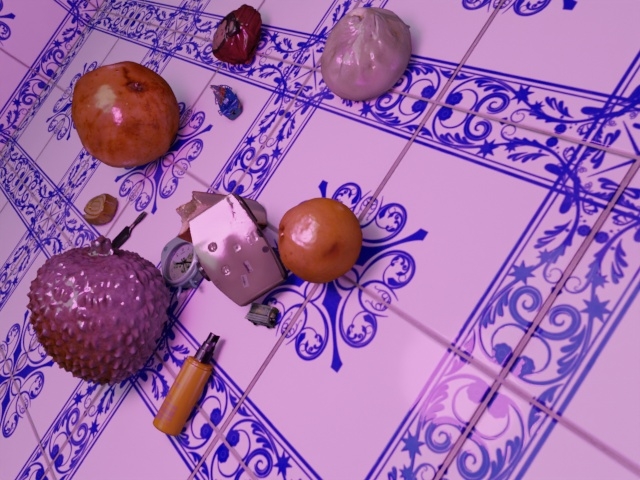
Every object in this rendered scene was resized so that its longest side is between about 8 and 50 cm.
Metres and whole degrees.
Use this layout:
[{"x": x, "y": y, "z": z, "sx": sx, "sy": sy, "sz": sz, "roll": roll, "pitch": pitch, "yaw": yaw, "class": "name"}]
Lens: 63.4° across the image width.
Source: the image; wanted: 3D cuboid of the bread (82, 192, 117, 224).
[{"x": -0.853, "y": -0.119, "z": 2.005, "sx": 0.156, "sy": 0.064, "sz": 0.118, "roll": -3, "pitch": 61, "yaw": 36, "class": "bread"}]

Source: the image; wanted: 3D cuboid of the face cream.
[{"x": -0.342, "y": 0.370, "z": 1.365, "sx": 0.078, "sy": 0.078, "sz": 0.274, "roll": 20, "pitch": 79, "yaw": 41, "class": "face cream"}]

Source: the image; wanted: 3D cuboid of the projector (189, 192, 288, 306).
[{"x": -0.226, "y": 0.033, "z": 1.361, "sx": 0.193, "sy": 0.088, "sz": 0.270, "roll": -32, "pitch": 82, "yaw": 2, "class": "projector"}]

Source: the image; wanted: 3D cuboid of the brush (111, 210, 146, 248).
[{"x": -0.694, "y": -0.040, "z": 1.878, "sx": 0.193, "sy": 0.016, "sz": 0.063, "roll": -42, "pitch": 50, "yaw": 11, "class": "brush"}]

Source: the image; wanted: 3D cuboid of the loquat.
[{"x": 0.000, "y": 0.000, "z": 1.224, "sx": 0.207, "sy": 0.208, "sz": 0.208, "roll": -17, "pitch": 58, "yaw": 29, "class": "loquat"}]

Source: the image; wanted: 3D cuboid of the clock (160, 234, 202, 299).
[{"x": -0.410, "y": 0.077, "z": 1.576, "sx": 0.159, "sy": 0.066, "sz": 0.211, "roll": -29, "pitch": 54, "yaw": 22, "class": "clock"}]

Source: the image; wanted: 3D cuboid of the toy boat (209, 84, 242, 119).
[{"x": -0.341, "y": -0.504, "z": 1.799, "sx": 0.091, "sy": 0.110, "sz": 0.175, "roll": -39, "pitch": 48, "yaw": 13, "class": "toy boat"}]

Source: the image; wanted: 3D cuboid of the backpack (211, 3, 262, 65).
[{"x": -0.296, "y": -0.751, "z": 1.883, "sx": 0.229, "sy": 0.138, "sz": 0.229, "roll": -36, "pitch": 39, "yaw": 37, "class": "backpack"}]

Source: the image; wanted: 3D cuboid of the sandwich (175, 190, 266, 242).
[{"x": -0.293, "y": -0.068, "z": 1.487, "sx": 0.219, "sy": 0.186, "sz": 0.108, "roll": -22, "pitch": 58, "yaw": 25, "class": "sandwich"}]

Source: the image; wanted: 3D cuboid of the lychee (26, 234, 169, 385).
[{"x": -0.621, "y": 0.198, "z": 1.470, "sx": 0.380, "sy": 0.380, "sz": 0.433, "roll": 15, "pitch": 103, "yaw": 40, "class": "lychee"}]

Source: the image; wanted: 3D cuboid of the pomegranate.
[{"x": -0.706, "y": -0.434, "z": 1.887, "sx": 0.409, "sy": 0.410, "sz": 0.411, "roll": -17, "pitch": 58, "yaw": 29, "class": "pomegranate"}]

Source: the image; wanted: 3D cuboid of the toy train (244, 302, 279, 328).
[{"x": -0.150, "y": 0.194, "z": 1.345, "sx": 0.093, "sy": 0.038, "sz": 0.057, "roll": 5, "pitch": 64, "yaw": 38, "class": "toy train"}]

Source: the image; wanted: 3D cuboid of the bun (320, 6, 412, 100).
[{"x": 0.108, "y": -0.535, "z": 1.439, "sx": 0.283, "sy": 0.179, "sz": 0.284, "roll": -16, "pitch": 61, "yaw": 31, "class": "bun"}]
